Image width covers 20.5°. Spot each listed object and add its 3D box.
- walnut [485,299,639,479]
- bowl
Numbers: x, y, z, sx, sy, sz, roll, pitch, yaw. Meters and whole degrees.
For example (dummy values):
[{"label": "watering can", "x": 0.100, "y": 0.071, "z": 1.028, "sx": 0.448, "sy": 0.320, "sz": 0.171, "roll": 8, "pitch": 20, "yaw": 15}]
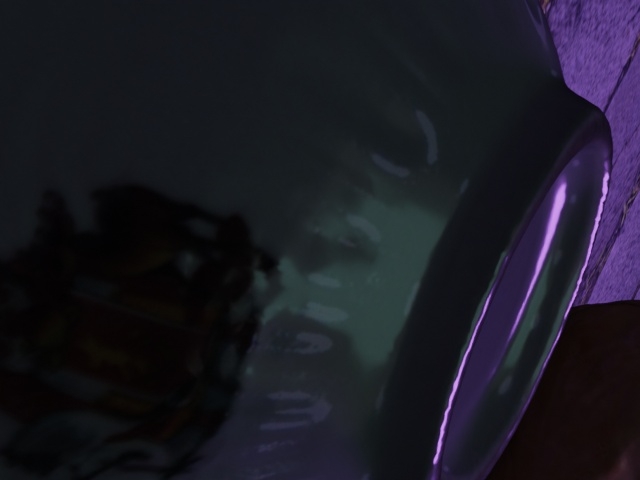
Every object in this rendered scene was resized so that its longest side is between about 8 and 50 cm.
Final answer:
[{"label": "walnut", "x": 0.257, "y": 0.186, "z": 1.460, "sx": 0.277, "sy": 0.282, "sz": 0.253, "roll": -65, "pitch": -156, "yaw": 7}, {"label": "bowl", "x": 0.000, "y": 0.000, "z": 0.605, "sx": 0.337, "sy": 0.158, "sz": 0.337, "roll": -55, "pitch": 159, "yaw": -35}]
